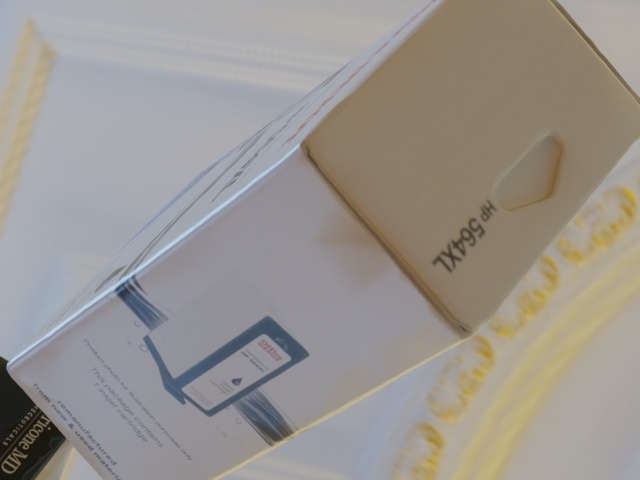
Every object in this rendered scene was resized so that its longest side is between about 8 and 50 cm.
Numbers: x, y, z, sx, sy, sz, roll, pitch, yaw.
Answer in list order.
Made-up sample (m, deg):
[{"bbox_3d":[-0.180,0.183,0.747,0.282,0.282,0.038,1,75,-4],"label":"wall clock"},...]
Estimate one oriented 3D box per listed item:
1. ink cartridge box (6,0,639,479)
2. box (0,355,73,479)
[{"bbox_3d":[0.000,0.000,0.719,0.086,0.148,0.203,49,-44,-6],"label":"ink cartridge box"},{"bbox_3d":[-0.257,0.139,0.941,0.184,0.261,0.103,32,-50,3],"label":"box"}]
